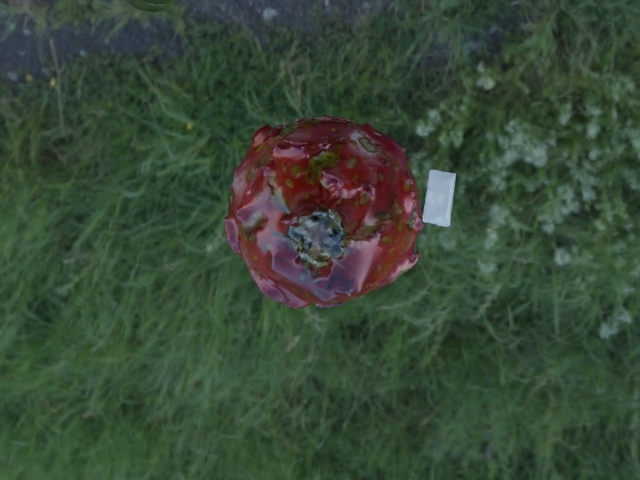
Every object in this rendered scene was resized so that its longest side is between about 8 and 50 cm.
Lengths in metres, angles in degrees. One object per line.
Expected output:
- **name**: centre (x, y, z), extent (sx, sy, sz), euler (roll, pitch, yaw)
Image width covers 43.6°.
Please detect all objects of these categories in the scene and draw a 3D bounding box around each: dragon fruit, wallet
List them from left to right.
- **dragon fruit**: centre (0.000, 0.000, 0.560), extent (0.153, 0.111, 0.153), euler (2, 115, 4)
- **wallet**: centre (0.180, -0.064, 1.209), extent (0.044, 0.083, 0.011), euler (10, 174, -11)

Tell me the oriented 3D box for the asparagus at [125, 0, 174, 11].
- **asparagus**: centre (-0.074, -0.173, 0.451), extent (0.080, 0.080, 0.287), euler (26, 174, -28)
